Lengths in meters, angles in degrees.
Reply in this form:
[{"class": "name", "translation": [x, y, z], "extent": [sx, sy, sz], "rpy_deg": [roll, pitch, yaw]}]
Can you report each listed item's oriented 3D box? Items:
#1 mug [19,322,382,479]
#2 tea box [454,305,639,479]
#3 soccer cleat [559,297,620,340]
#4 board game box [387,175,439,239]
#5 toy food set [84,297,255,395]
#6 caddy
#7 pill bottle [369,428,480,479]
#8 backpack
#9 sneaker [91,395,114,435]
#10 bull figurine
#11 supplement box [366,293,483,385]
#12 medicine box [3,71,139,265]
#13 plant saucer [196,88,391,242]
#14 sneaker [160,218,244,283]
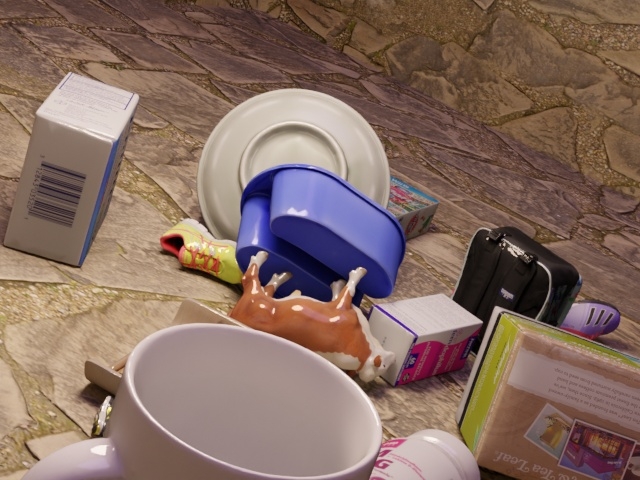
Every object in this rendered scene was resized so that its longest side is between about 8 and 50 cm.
[{"class": "mug", "translation": [-0.154, 0.296, 1.105], "extent": [0.374, 0.328, 0.276], "rpy_deg": [4, 26, -34]}, {"class": "tea box", "translation": [0.415, 0.275, 1.691], "extent": [0.328, 0.220, 0.323], "rpy_deg": [19, 4, -1]}, {"class": "soccer cleat", "translation": [0.539, 0.194, 2.281], "extent": [0.318, 0.109, 0.116], "rpy_deg": [6, 43, -33]}, {"class": "board game box", "translation": [0.121, -0.082, 2.564], "extent": [0.224, 0.098, 0.303], "rpy_deg": [29, 23, 22]}, {"class": "toy food set", "translation": [-0.196, 0.190, 1.643], "extent": [0.219, 0.092, 0.306], "rpy_deg": [26, 22, 14]}, {"class": "caddy", "translation": [0.000, 0.000, 1.982], "extent": [0.341, 0.241, 0.179], "rpy_deg": [35, 41, -21]}, {"class": "pill bottle", "translation": [0.096, 0.358, 1.403], "extent": [0.160, 0.160, 0.283], "rpy_deg": [30, 23, 24]}, {"class": "backpack", "translation": [0.379, 0.118, 2.099], "extent": [0.191, 0.254, 0.225], "rpy_deg": [3, 26, -45]}, {"class": "sneaker", "translation": [-0.300, 0.254, 1.495], "extent": [0.035, 0.031, 0.083], "rpy_deg": [30, 24, -13]}, {"class": "bull figurine", "translation": [-0.010, 0.137, 1.851], "extent": [0.310, 0.101, 0.188], "rpy_deg": [12, 59, -3]}, {"class": "supplement box", "translation": [0.184, 0.181, 1.966], "extent": [0.114, 0.111, 0.220], "rpy_deg": [35, 27, 33]}, {"class": "medicine box", "translation": [-0.459, -0.138, 1.967], "extent": [0.149, 0.264, 0.289], "rpy_deg": [18, 22, -7]}, {"class": "plant saucer", "translation": [-0.055, -0.126, 2.125], "extent": [0.400, 0.401, 0.100], "rpy_deg": [21, -10, 4]}, {"class": "sneaker", "translation": [-0.226, 0.032, 2.032], "extent": [0.208, 0.082, 0.094], "rpy_deg": [27, 30, 31]}]
